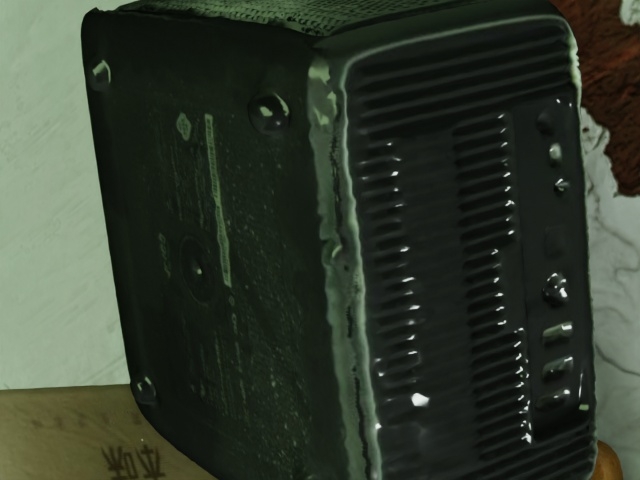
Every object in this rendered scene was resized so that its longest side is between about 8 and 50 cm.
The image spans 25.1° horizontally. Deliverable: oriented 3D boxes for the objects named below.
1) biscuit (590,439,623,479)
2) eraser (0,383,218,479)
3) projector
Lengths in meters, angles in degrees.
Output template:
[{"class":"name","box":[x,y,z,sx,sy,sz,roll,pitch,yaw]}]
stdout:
[{"class":"biscuit","box":[0.220,0.298,1.136,0.202,0.047,0.333,-34,67,35]},{"class":"eraser","box":[-0.168,0.205,1.297,0.078,0.343,0.144,-40,62,38]},{"class":"projector","box":[0.000,0.000,1.125,0.405,0.242,0.395,20,119,55]}]
